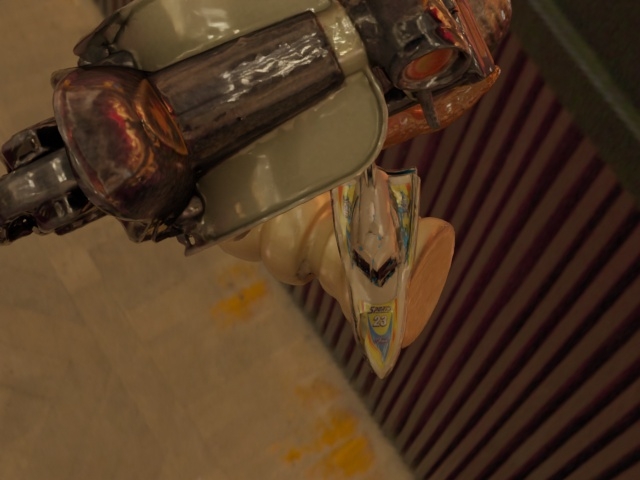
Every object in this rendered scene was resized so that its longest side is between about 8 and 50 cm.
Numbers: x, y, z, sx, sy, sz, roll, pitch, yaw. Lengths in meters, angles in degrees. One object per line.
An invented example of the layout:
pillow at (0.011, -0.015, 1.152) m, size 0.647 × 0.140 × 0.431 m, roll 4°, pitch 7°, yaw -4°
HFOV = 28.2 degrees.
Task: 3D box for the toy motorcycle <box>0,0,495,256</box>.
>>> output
toy motorcycle at (-0.019, -0.054, 0.455) m, size 0.157 × 0.263 × 0.091 m, roll -26°, pitch 94°, yaw 13°

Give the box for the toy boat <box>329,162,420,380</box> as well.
toy boat at (0.055, 0.027, 1.193) m, size 0.084 × 0.066 × 0.210 m, roll -3°, pitch 92°, yaw 4°

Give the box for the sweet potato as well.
sweet potato at (0.123, -0.150, 1.480) m, size 0.214 × 0.050 × 0.050 m, roll -22°, pitch 71°, yaw -10°

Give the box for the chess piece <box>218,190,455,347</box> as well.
chess piece at (0.000, 0.000, 1.552) m, size 0.299 × 0.167 × 0.167 m, roll 24°, pitch 66°, yaw 21°

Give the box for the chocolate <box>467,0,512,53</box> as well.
chocolate at (0.061, -0.225, 1.061) m, size 0.248 × 0.110 × 0.110 m, roll 23°, pitch 63°, yaw -30°
